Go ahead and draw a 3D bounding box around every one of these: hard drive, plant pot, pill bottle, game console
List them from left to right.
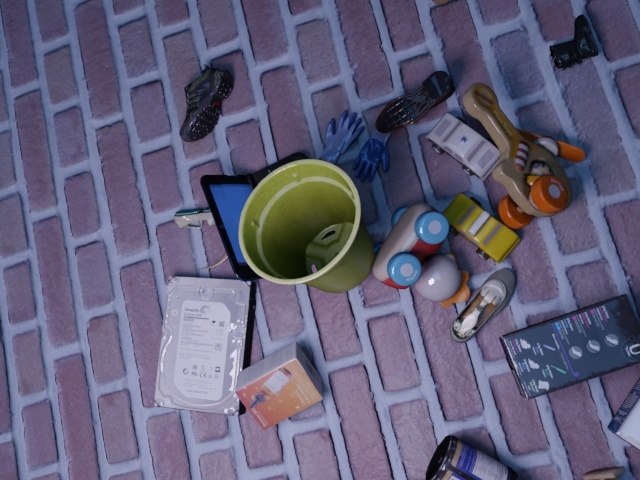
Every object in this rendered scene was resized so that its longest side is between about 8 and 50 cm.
[{"bbox_3d":[-0.294,0.265,1.597,0.236,0.064,0.339,3,81,14],"label":"hard drive"},{"bbox_3d":[-0.118,-0.068,1.551,0.250,0.173,0.293,-25,77,9],"label":"game console"},{"bbox_3d":[0.000,0.000,1.381,0.276,0.254,0.276,-9,66,21],"label":"plant pot"},{"bbox_3d":[0.352,0.531,1.356,0.219,0.123,0.123,29,89,6],"label":"pill bottle"}]

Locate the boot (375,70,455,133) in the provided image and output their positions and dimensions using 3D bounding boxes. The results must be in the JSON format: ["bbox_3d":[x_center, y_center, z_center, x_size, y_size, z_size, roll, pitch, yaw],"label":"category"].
[{"bbox_3d":[0.245,-0.333,1.557,0.219,0.106,0.082,-32,78,24],"label":"boot"}]

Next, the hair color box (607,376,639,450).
[{"bbox_3d":[0.782,0.309,1.303,0.174,0.105,0.347,34,91,16],"label":"hair color box"}]

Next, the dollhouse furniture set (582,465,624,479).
[{"bbox_3d":[0.551,0.622,1.285,0.242,0.161,0.212,-14,74,-33],"label":"dollhouse furniture set"}]

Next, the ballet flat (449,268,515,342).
[{"bbox_3d":[0.381,0.154,1.446,0.072,0.068,0.213,40,91,16],"label":"ballet flat"}]

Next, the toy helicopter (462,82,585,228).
[{"bbox_3d":[0.460,-0.218,1.431,0.235,0.140,0.355,-34,88,-30],"label":"toy helicopter"}]

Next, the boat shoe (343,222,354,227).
[{"bbox_3d":[0.060,-0.067,1.559,0.070,0.078,0.219,-20,69,5],"label":"boat shoe"}]

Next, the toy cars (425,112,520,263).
[{"bbox_3d":[0.362,-0.136,1.488,0.176,0.087,0.394,-10,79,12],"label":"toy cars"}]

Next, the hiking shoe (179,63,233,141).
[{"bbox_3d":[-0.333,-0.376,1.711,0.114,0.086,0.227,26,82,30],"label":"hiking shoe"}]

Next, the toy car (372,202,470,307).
[{"bbox_3d":[0.263,0.052,1.454,0.238,0.219,0.210,34,89,-13],"label":"toy car"}]

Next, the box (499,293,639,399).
[{"bbox_3d":[0.542,0.231,1.343,0.270,0.165,0.143,-22,76,10],"label":"box"}]

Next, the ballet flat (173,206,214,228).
[{"bbox_3d":[-0.311,-0.062,1.668,0.168,0.057,0.052,-7,107,16],"label":"ballet flat"}]

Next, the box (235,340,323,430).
[{"bbox_3d":[-0.098,0.349,1.494,0.170,0.091,0.130,-31,106,7],"label":"box"}]

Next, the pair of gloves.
[{"bbox_3d":[0.096,-0.243,1.606,0.198,0.023,0.159,26,90,17],"label":"pair of gloves"}]

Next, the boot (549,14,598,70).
[{"bbox_3d":[0.608,-0.479,1.509,0.099,0.045,0.121,-18,78,14],"label":"boot"}]

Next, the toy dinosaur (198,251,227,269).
[{"bbox_3d":[-0.223,0.003,1.632,0.112,0.064,0.211,13,74,30],"label":"toy dinosaur"}]

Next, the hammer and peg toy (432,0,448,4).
[{"bbox_3d":[0.261,-0.770,1.598,0.266,0.127,0.361,-40,74,3],"label":"hammer and peg toy"}]
